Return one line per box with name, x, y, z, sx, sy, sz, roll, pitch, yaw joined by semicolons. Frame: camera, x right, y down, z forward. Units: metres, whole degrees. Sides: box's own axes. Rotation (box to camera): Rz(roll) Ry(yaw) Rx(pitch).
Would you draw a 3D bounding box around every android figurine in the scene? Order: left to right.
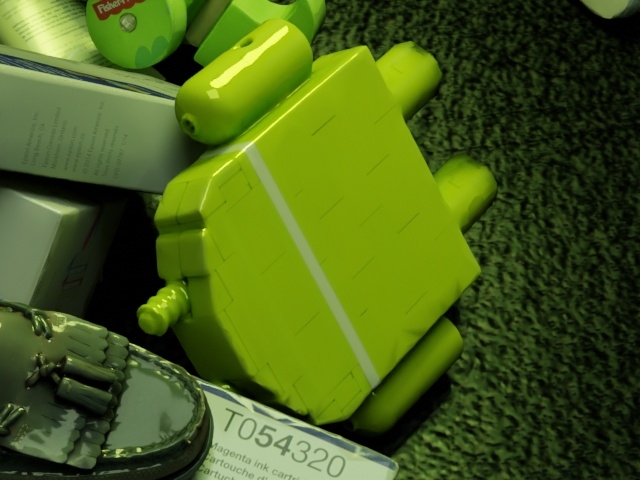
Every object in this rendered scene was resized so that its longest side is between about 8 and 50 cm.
android figurine;0.000;0.000;1.047;0.056;0.248;0.273;-8;29;47

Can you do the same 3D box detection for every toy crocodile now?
toy crocodile;-0.150;-0.219;1.226;0.340;0.105;0.115;39;27;7

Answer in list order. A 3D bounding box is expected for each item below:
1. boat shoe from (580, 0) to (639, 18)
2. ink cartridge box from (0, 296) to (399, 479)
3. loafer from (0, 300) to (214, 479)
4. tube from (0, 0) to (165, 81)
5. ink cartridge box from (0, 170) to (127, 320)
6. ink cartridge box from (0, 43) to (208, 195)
boat shoe;0.202;-0.246;1.390;0.063;0.066;0.184;-14;50;-39
ink cartridge box;-0.167;0.200;0.901;0.324;0.071;0.330;22;57;9
loafer;-0.186;0.069;0.893;0.268;0.084;0.096;9;57;1
tube;-0.221;-0.170;1.247;0.240;0.062;0.070;43;90;19
ink cartridge box;-0.183;0.001;1.050;0.092;0.090;0.143;23;9;8
ink cartridge box;-0.193;-0.082;1.029;0.333;0.065;0.165;10;9;-43
